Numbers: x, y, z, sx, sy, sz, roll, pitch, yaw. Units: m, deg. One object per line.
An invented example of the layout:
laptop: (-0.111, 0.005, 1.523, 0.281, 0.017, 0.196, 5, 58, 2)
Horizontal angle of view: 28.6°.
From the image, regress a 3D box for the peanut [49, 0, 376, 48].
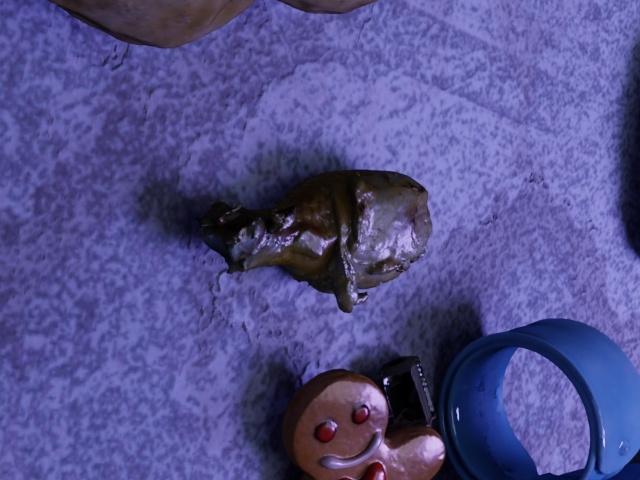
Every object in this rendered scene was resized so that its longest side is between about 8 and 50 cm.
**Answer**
peanut: (-0.070, -0.219, 0.796, 0.387, 0.170, 0.192, -9, 109, -44)

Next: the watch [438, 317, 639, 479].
watch: (0.190, 0.172, 1.123, 0.211, 0.211, 0.193, -10, 90, -43)

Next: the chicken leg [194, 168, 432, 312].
chicken leg: (0.000, 0.000, 0.960, 0.228, 0.088, 0.103, -14, 120, -46)

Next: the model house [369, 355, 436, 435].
model house: (0.069, 0.147, 1.083, 0.058, 0.057, 0.083, -34, 106, -78)

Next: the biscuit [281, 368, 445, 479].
biscuit: (0.035, 0.216, 1.028, 0.166, 0.036, 0.250, -24, 118, -16)
